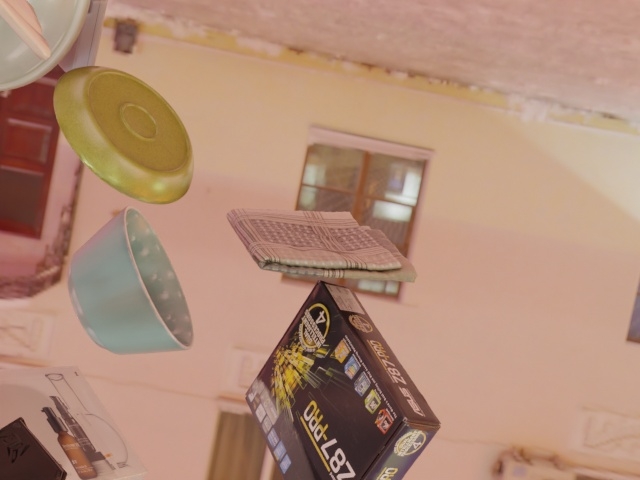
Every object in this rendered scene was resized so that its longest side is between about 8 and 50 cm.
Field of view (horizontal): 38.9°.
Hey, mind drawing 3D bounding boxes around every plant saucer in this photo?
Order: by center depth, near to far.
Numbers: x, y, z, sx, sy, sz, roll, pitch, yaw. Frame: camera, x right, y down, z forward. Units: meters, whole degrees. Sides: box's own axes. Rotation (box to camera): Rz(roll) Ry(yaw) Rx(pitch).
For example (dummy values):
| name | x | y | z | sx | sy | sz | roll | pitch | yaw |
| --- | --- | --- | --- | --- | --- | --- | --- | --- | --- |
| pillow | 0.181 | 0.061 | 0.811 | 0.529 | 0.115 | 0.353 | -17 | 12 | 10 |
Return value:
| name | x | y | z | sx | sy | sz | roll | pitch | yaw |
| --- | --- | --- | --- | --- | --- | --- | --- | --- | --- |
| plant saucer | -0.269 | -0.161 | 1.302 | 0.037 | 0.240 | 0.241 | -36 | 156 | 29 |
| plant saucer | -0.559 | -0.437 | 1.435 | 0.401 | 0.400 | 0.100 | 12 | -165 | 15 |

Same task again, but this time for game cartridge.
| name | x | y | z | sx | sy | sz | roll | pitch | yaw |
| --- | --- | --- | --- | --- | --- | --- | --- | --- | --- |
| game cartridge | -0.468 | -0.442 | 1.621 | 0.062 | 0.198 | 0.297 | -17 | -121 | -31 |

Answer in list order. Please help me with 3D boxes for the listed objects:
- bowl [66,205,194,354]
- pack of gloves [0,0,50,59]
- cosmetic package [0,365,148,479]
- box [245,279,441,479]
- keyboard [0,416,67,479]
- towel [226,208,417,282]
| name | x | y | z | sx | sy | sz | roll | pitch | yaw |
| --- | --- | --- | --- | --- | --- | --- | --- | --- | --- |
| bowl | -0.388 | 0.103 | 1.800 | 0.163 | 0.311 | 0.311 | -24 | -178 | 3 |
| pack of gloves | -0.294 | -0.241 | 0.627 | 0.232 | 0.046 | 0.195 | 52 | -177 | -48 |
| cosmetic package | -0.531 | 0.372 | 1.686 | 0.284 | 0.097 | 0.377 | 47 | -166 | 21 |
| box | 0.026 | 0.315 | 1.698 | 0.097 | 0.318 | 0.395 | 14 | -152 | -35 |
| keyboard | -0.500 | 0.328 | 1.129 | 0.317 | 0.033 | 0.201 | -32 | -123 | -31 |
| towel | 0.000 | 0.000 | 1.791 | 0.324 | 0.056 | 0.312 | 5 | -164 | -19 |
